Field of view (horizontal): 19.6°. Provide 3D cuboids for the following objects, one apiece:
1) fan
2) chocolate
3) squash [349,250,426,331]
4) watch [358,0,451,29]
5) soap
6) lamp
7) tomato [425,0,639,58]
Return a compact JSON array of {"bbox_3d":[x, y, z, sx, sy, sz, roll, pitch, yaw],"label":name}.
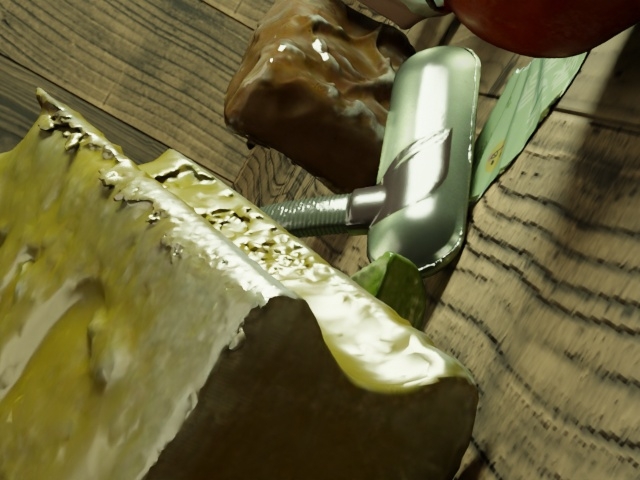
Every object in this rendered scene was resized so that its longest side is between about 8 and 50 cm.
[{"bbox_3d":[0.131,-0.099,1.074,0.240,0.009,0.131,-56,11,34],"label":"fan"},{"bbox_3d":[0.008,-0.134,1.560,0.093,0.148,0.214,-51,13,30],"label":"chocolate"},{"bbox_3d":[-0.052,0.116,1.042,0.203,0.111,0.288,29,95,45],"label":"squash"},{"bbox_3d":[0.106,-0.326,1.630,0.253,0.162,0.241,-57,0,16],"label":"watch"},{"bbox_3d":[-0.114,0.115,0.903,0.304,0.169,0.339,-58,34,4],"label":"soap"},{"bbox_3d":[-0.005,-0.005,1.193,0.283,0.124,0.203,-53,9,48],"label":"lamp"},{"bbox_3d":[0.123,-0.173,0.877,0.187,0.151,0.187,27,121,57],"label":"tomato"}]
